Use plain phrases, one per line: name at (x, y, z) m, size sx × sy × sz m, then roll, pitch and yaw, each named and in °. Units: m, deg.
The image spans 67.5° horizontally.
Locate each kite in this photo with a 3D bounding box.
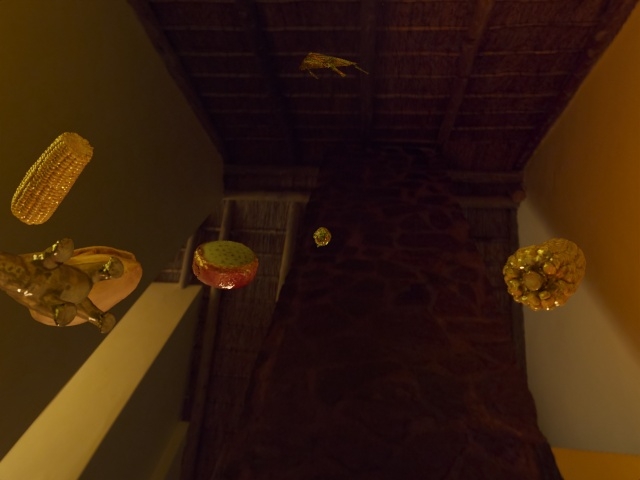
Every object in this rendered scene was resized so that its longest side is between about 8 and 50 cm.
kite at (0.018, -0.446, 1.205) m, size 0.183 × 0.160 × 0.010 m, roll -17°, pitch -43°, yaw -30°

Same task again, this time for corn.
corn at (0.362, 0.044, 0.760) m, size 0.101 × 0.291 × 0.101 m, roll 4°, pitch -82°, yaw 31°
corn at (-0.629, -0.142, 1.114) m, size 0.093 × 0.093 × 0.244 m, roll 39°, pitch -74°, yaw -12°

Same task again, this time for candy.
candy at (0.000, 0.000, 1.034) m, size 0.035 × 0.123 × 0.035 m, roll -40°, pitch -95°, yaw -11°
candy at (-0.151, 0.037, 0.763) m, size 0.103 × 0.103 × 0.043 m, roll 14°, pitch -64°, yaw 0°

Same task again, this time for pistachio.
pistachio at (-0.688, 0.132, 1.410) m, size 0.318 × 0.193 × 0.214 m, roll -22°, pitch -60°, yaw -23°

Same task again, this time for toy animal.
toy animal at (-0.334, 0.049, 0.592) m, size 0.101 × 0.219 × 0.103 m, roll 14°, pitch -102°, yaw 6°
